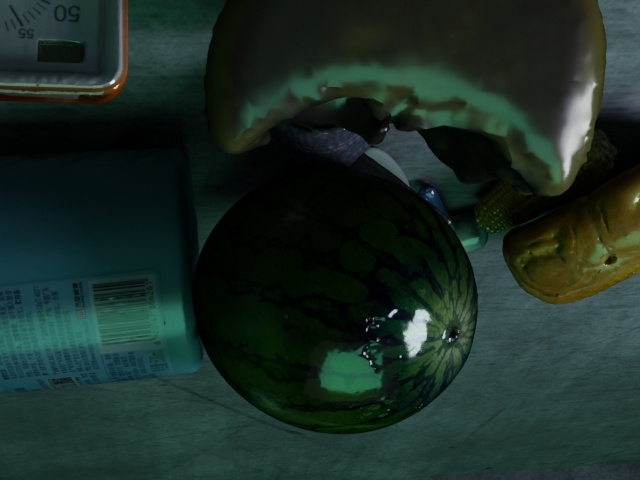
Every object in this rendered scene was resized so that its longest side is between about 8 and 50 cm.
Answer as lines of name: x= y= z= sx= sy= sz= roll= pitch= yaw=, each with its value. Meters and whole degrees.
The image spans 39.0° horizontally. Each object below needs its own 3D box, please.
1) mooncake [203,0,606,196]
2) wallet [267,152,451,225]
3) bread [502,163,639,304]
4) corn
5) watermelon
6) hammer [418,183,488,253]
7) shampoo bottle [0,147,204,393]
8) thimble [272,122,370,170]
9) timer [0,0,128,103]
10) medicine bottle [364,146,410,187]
mooncake: x=0.092 y=-0.182 z=0.958 sx=0.393 sy=0.246 sz=0.394 roll=-34 pitch=113 yaw=14
wallet: x=0.000 y=0.000 z=1.324 sx=0.247 sy=0.041 sz=0.323 roll=38 pitch=123 yaw=-9
bread: x=0.484 y=-0.022 z=1.409 sx=0.328 sy=0.148 sz=0.337 roll=-30 pitch=170 yaw=34
corn: x=0.349 y=-0.089 z=1.429 sx=0.091 sy=0.091 sz=0.260 roll=14 pitch=146 yaw=-30
watermelon: x=0.018 y=0.074 z=1.131 sx=0.363 sy=0.363 sz=0.363 roll=-5 pitch=150 yaw=-3
hammer: x=0.208 y=-0.039 z=1.516 sx=0.116 sy=0.069 sz=0.194 roll=-16 pitch=144 yaw=18
shampoo bottle: x=-0.345 y=0.041 z=1.272 sx=0.342 sy=0.331 sz=0.331 roll=-4 pitch=150 yaw=-5
thimble: x=0.004 y=-0.171 z=1.155 sx=0.150 sy=0.150 sz=0.098 roll=-12 pitch=151 yaw=9
timer: x=-0.316 y=-0.235 z=0.873 sx=0.257 sy=0.250 sz=0.161 roll=0 pitch=150 yaw=-11
medicine bottle: x=0.041 y=-0.054 z=1.384 sx=0.168 sy=0.135 sz=0.135 roll=-30 pitch=143 yaw=34
